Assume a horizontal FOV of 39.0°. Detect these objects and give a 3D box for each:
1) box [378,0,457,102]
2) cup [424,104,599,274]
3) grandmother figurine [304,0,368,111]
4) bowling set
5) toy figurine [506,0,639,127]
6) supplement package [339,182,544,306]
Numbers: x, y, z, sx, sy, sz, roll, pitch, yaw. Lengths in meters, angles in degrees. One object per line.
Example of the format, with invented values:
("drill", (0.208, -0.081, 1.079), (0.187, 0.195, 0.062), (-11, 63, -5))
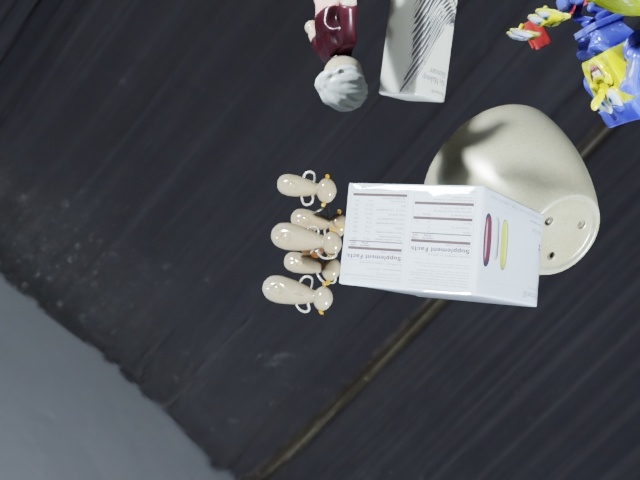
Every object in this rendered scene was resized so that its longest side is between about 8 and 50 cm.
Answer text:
("box", (0.194, -0.412, 1.759), (0.094, 0.275, 0.113), (9, 6, 40))
("cup", (0.396, -0.064, 1.745), (0.331, 0.331, 0.237), (29, 14, -36))
("grandmother figurine", (0.027, -0.393, 1.583), (0.208, 0.104, 0.343), (126, -42, -76))
("bowling set", (0.000, 0.000, 1.895), (0.154, 0.287, 0.200), (10, 6, 24))
("toy figurine", (0.396, -0.233, 1.097), (0.217, 0.191, 0.362), (61, -6, -3))
("supplement package", (0.182, 0.011, 1.302), (0.204, 0.145, 0.261), (4, -4, 31))
